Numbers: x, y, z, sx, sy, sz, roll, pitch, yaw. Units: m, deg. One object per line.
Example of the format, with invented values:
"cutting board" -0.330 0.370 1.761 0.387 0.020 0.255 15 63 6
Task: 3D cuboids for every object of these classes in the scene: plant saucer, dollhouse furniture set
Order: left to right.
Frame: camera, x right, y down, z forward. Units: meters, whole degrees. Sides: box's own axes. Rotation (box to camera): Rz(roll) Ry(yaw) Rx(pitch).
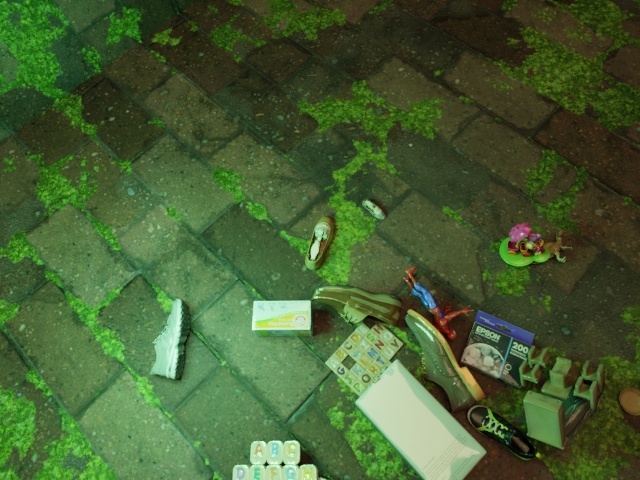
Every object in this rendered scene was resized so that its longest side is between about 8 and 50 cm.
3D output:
"dollhouse furniture set" 0.728 0.481 1.419 0.212 0.161 0.242 8 36 45
"plant saucer" 1.004 0.520 1.483 0.083 0.015 0.084 -1 66 3

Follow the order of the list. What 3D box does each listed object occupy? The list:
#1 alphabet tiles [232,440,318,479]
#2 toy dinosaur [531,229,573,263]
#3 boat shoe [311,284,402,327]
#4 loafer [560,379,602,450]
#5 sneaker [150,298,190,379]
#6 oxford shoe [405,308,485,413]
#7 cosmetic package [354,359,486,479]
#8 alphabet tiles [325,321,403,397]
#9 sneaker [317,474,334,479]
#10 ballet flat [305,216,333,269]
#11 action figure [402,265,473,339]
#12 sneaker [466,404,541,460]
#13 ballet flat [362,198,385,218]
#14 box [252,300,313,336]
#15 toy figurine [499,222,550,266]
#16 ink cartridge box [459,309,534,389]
"alphabet tiles" -0.143 0.769 1.417 0.283 0.021 0.278 -8 65 16
"toy dinosaur" 0.861 0.047 1.698 0.183 0.053 0.092 -46 54 -11
"boat shoe" 0.128 0.233 1.590 0.323 0.122 0.120 10 71 -7
"loafer" 0.812 0.543 1.458 0.267 0.096 0.084 -43 89 -7
"sneaker" -0.537 0.342 1.626 0.115 0.105 0.282 1 66 4
"oxford shoe" 0.378 0.394 1.529 0.132 0.130 0.364 -35 64 1
"cosmetic package" 0.298 0.578 1.429 0.197 0.155 0.365 -40 70 -13
"alphabet tiles" 0.168 0.407 1.599 0.198 0.009 0.237 40 75 19
"sneaker" 0.048 0.786 1.403 0.208 0.081 0.094 8 66 20
"ballet flat" 0.000 0.000 1.758 0.080 0.073 0.233 11 67 9
"action figure" 0.421 0.212 1.622 0.138 0.092 0.281 -20 62 -12
"sneaker" 0.575 0.593 1.436 0.234 0.097 0.084 31 71 16
"ballet flat" 0.210 -0.125 1.818 0.114 0.041 0.041 39 74 19
"box" -0.129 0.277 1.621 0.202 0.114 0.103 -1 66 2
"toy figurine" 0.734 0.005 1.637 0.173 0.159 0.130 10 64 23
"ink cartridge box" 0.607 0.364 1.567 0.206 0.045 0.208 23 68 14
